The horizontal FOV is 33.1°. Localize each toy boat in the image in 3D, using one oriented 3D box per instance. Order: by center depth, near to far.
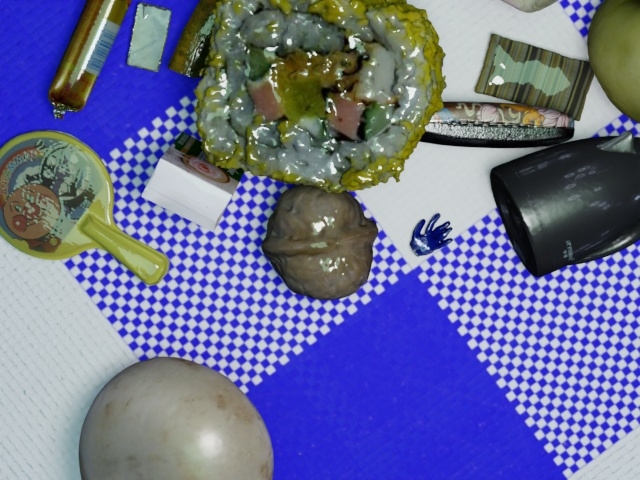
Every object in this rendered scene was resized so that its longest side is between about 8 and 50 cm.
[{"bbox_3d":[-0.303,-0.359,1.903,0.063,0.016,0.115,13,96,-5],"label":"toy boat"}]

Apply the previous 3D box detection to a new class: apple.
[{"bbox_3d":[0.607,-0.327,1.828,0.292,0.292,0.254,-32,120,0],"label":"apple"}]

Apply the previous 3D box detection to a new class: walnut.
[{"bbox_3d":[0.000,0.000,1.857,0.224,0.224,0.224,0,96,-3],"label":"walnut"}]

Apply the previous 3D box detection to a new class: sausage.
[{"bbox_3d":[-0.381,-0.378,1.867,0.082,0.082,0.371,24,95,-5],"label":"sausage"}]

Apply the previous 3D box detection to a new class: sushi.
[{"bbox_3d":[0.003,-0.270,1.758,0.397,0.240,0.351,13,105,16],"label":"sushi"}]

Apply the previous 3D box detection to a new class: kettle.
[{"bbox_3d":[0.473,-0.063,1.900,0.290,0.207,0.268,-23,134,-2],"label":"kettle"}]

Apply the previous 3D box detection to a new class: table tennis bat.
[{"bbox_3d":[-0.429,-0.041,1.911,0.369,0.054,0.224,37,94,-2],"label":"table tennis bat"}]

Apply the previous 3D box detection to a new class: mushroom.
[{"bbox_3d":[-0.239,0.375,1.880,0.362,0.294,0.362,6,103,25],"label":"mushroom"}]

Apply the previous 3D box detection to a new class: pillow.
[{"bbox_3d":[0.388,-0.293,1.939,0.203,0.038,0.113,16,98,-4],"label":"pillow"}]

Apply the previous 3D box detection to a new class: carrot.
[{"bbox_3d":[-0.198,-0.361,1.878,0.082,0.082,0.173,27,98,-6],"label":"carrot"}]

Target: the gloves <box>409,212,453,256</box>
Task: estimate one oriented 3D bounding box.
[{"bbox_3d":[0.201,-0.011,1.962,0.086,0.026,0.064,-30,95,0],"label":"gloves"}]

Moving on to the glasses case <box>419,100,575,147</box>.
[{"bbox_3d":[0.286,-0.204,1.899,0.321,0.122,0.082,2,97,-4],"label":"glasses case"}]

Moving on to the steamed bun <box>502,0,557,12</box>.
[{"bbox_3d":[0.355,-0.594,1.801,0.352,0.247,0.339,43,108,-15],"label":"steamed bun"}]

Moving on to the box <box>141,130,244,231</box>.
[{"bbox_3d":[-0.212,-0.103,1.840,0.135,0.199,0.081,27,111,-6],"label":"box"}]
